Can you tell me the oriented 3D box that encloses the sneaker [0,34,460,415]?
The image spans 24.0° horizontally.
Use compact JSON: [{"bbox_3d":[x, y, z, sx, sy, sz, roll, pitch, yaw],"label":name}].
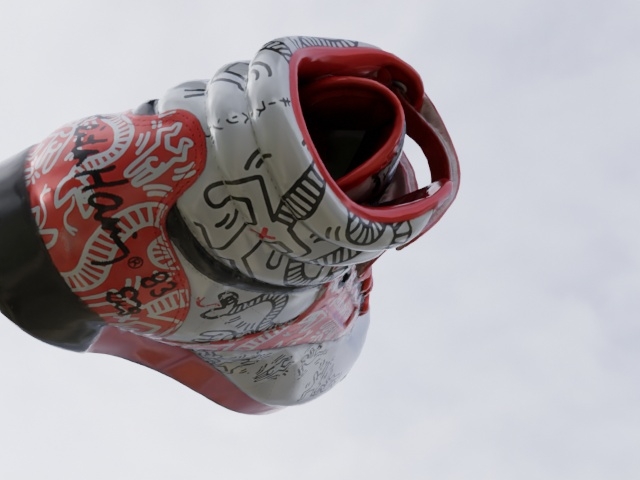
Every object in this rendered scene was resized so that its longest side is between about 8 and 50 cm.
[{"bbox_3d":[0.000,0.001,0.595,0.145,0.090,0.270,-23,-20,21],"label":"sneaker"}]
